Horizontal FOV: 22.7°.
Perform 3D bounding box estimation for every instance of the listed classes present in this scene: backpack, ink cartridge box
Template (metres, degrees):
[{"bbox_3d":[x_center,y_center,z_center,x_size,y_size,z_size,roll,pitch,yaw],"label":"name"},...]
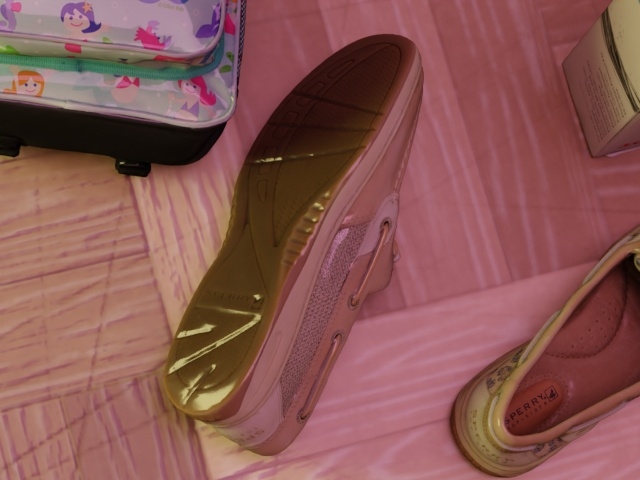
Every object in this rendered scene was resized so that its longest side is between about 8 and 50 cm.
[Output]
[{"bbox_3d":[-0.152,-0.196,1.063,0.225,0.191,0.253,8,71,-8],"label":"backpack"},{"bbox_3d":[0.275,-0.141,1.117,0.148,0.203,0.086,-15,78,-14],"label":"ink cartridge box"}]

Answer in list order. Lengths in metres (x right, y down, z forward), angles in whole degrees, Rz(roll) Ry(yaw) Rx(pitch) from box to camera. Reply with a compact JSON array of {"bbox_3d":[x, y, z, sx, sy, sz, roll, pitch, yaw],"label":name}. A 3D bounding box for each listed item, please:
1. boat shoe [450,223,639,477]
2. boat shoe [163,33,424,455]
[{"bbox_3d":[0.218,0.063,1.116,0.285,0.089,0.104,-41,87,-17],"label":"boat shoe"},{"bbox_3d":[0.000,0.000,1.092,0.098,0.109,0.302,40,67,-42],"label":"boat shoe"}]
